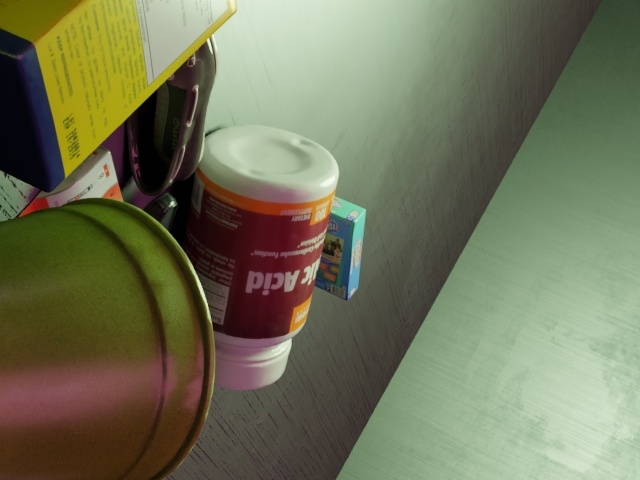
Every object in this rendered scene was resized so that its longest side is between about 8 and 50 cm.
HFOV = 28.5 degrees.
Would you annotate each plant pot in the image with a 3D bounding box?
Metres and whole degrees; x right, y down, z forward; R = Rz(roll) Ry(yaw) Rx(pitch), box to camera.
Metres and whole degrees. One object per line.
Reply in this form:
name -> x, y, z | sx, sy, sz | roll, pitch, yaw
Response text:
plant pot -> -0.372, 0.137, 1.408 | 0.353, 0.367, 0.366 | -4, 117, -54

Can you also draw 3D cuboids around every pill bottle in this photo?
pill bottle -> -0.114, 0.032, 2.039 | 0.224, 0.224, 0.392 | -36, 144, -54

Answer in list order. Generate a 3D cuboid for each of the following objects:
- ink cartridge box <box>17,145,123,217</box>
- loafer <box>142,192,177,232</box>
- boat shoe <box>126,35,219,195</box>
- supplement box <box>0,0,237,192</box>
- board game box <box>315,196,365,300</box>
ink cartridge box -> -0.336, -0.024, 1.687 | 0.179, 0.045, 0.145 | -56, 158, -32
loafer -> -0.250, 0.026, 1.844 | 0.076, 0.078, 0.223 | -38, 160, -53
boat shoe -> -0.209, -0.194, 1.713 | 0.095, 0.112, 0.335 | -55, 161, -39
supplement box -> -0.270, -0.258, 1.365 | 0.356, 0.195, 0.194 | -51, 155, -34
board game box -> 0.000, 0.000, 2.388 | 0.047, 0.160, 0.210 | -49, 155, -39
